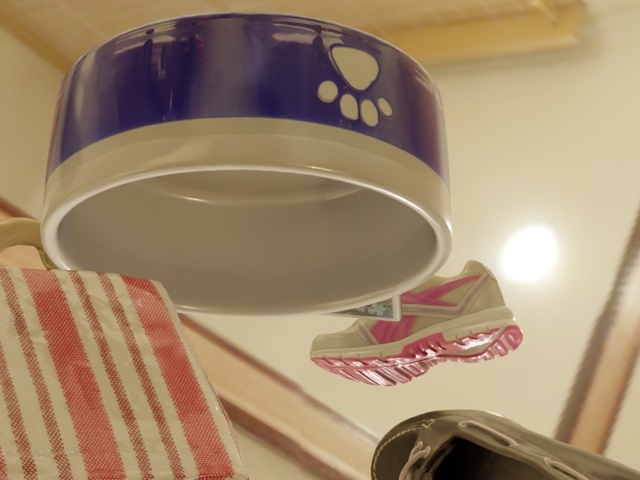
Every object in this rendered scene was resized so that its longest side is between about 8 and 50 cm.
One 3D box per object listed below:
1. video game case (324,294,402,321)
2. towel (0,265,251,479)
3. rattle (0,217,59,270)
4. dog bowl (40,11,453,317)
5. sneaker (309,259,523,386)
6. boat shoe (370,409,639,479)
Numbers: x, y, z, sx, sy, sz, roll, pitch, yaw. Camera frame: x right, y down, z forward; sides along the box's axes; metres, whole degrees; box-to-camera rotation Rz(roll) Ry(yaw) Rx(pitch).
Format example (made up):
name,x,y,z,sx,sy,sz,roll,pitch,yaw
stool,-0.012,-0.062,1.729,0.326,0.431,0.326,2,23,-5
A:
name,x,y,z,sx,sy,sz,roll,pitch,yaw
video game case,-0.016,0.025,1.353,0.201,0.183,0.023,4,-122,8
towel,-0.140,0.065,0.584,0.029,0.197,0.144,-63,-143,32
rattle,-0.270,0.029,1.224,0.200,0.130,0.143,-36,-175,-34
dog bowl,-0.046,-0.038,0.847,0.265,0.265,0.104,-19,-119,39
sneaker,0.106,0.094,1.491,0.252,0.103,0.111,-14,-119,16
boat shoe,0.137,0.197,1.020,0.335,0.096,0.112,5,-94,51
